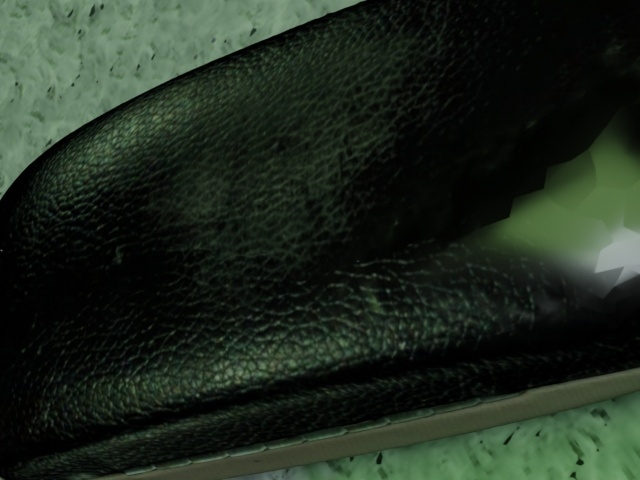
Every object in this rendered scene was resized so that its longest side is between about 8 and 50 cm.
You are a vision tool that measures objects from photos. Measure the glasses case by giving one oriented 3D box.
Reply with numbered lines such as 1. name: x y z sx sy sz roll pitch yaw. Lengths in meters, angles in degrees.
1. glasses case: 0.000 0.000 0.514 0.314 0.075 0.122 -17 58 39
